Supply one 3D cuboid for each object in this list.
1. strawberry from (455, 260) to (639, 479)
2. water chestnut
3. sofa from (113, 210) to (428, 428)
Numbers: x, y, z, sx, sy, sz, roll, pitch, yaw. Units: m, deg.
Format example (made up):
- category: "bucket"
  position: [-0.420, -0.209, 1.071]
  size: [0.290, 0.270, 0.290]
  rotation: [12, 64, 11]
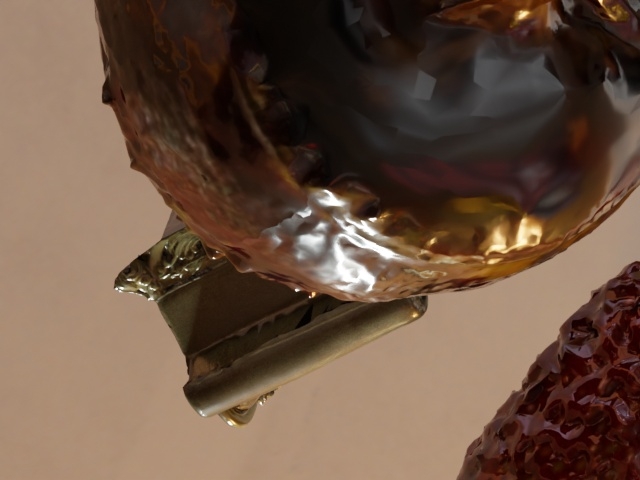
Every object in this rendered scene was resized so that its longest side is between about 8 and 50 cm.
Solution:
- category: "strawberry"
  position: [0.269, 0.182, 1.377]
  size: [0.292, 0.292, 0.343]
  rotation: [46, -105, -17]
- category: "water chestnut"
  position: [0.050, -0.131, 0.950]
  size: [0.350, 0.302, 0.350]
  rotation: [1, -92, -28]
- category: "sofa"
  position: [0.000, 0.000, 1.284]
  size: [0.182, 0.200, 0.258]
  rotation: [54, -157, -20]
